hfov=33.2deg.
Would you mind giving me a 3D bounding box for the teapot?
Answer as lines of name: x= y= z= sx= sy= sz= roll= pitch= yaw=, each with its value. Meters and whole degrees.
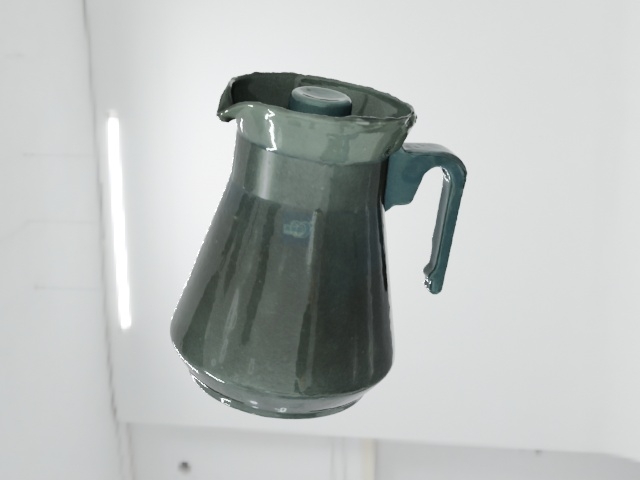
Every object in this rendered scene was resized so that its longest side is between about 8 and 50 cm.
teapot: x=0.000 y=0.000 z=0.786 sx=0.171 sy=0.203 sz=0.225 roll=-123 pitch=39 yaw=-62
